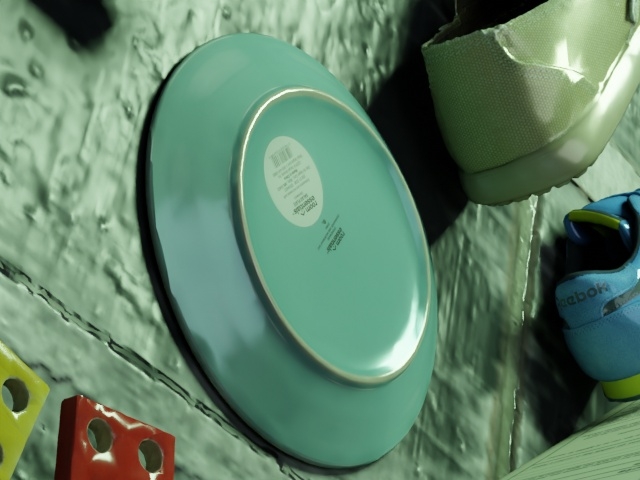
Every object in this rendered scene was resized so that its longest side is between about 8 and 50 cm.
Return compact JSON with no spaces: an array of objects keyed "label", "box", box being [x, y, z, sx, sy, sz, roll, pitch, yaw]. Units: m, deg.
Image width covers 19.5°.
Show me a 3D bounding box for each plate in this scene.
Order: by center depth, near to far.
[{"label":"plate","box":[0.000,0.000,0.770,0.188,0.024,0.188,27,54,-45]}]

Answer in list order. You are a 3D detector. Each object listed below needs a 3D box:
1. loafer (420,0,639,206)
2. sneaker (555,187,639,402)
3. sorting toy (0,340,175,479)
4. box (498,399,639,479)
[{"label":"loafer","box":[0.124,-0.128,0.934,0.092,0.102,0.268,59,36,-26]},{"label":"sneaker","box":[0.174,-0.004,0.971,0.082,0.069,0.209,56,37,-13]},{"label":"sorting toy","box":[-0.103,0.157,0.531,0.132,0.046,0.275,27,54,-45]},{"label":"box","box":[0.173,0.140,0.827,0.232,0.148,0.127,-19,90,-55]}]
